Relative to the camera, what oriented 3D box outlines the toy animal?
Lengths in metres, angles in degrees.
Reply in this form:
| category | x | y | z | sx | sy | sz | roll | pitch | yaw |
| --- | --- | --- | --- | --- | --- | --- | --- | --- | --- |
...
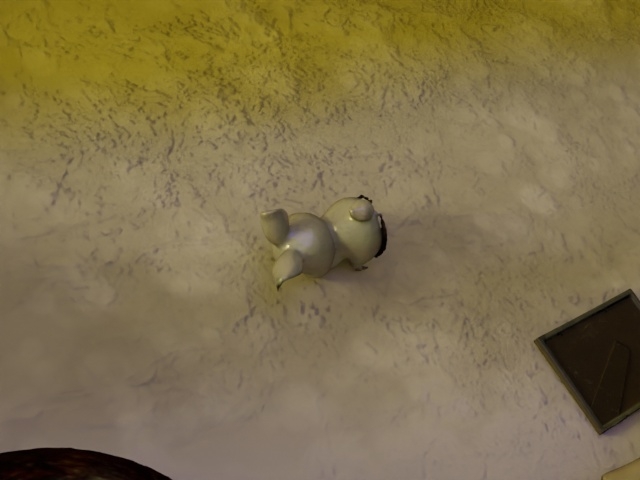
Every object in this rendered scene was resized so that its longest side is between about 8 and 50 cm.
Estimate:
| category | x | y | z | sx | sy | sz | roll | pitch | yaw |
| --- | --- | --- | --- | --- | --- | --- | --- | --- | --- |
| toy animal | -0.002 | 0.002 | 0.758 | 0.124 | 0.085 | 0.071 | -16 | 82 | -21 |

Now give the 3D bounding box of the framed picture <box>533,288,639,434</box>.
| category | x | y | z | sx | sy | sz | roll | pitch | yaw |
| --- | --- | --- | --- | --- | --- | --- | --- | --- | --- |
| framed picture | 0.300 | 0.119 | 0.826 | 0.149 | 0.011 | 0.109 | -20 | 67 | -29 |

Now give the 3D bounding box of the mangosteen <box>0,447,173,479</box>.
| category | x | y | z | sx | sy | sz | roll | pitch | yaw |
| --- | --- | --- | --- | --- | --- | --- | --- | --- | --- |
| mangosteen | -0.146 | 0.267 | 0.401 | 0.330 | 0.330 | 0.330 | 9 | 56 | -14 |

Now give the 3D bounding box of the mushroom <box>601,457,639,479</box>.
| category | x | y | z | sx | sy | sz | roll | pitch | yaw |
| --- | --- | --- | --- | --- | --- | --- | --- | --- | --- |
| mushroom | 0.392 | 0.204 | 0.661 | 0.290 | 0.292 | 0.292 | -30 | 71 | -6 |
